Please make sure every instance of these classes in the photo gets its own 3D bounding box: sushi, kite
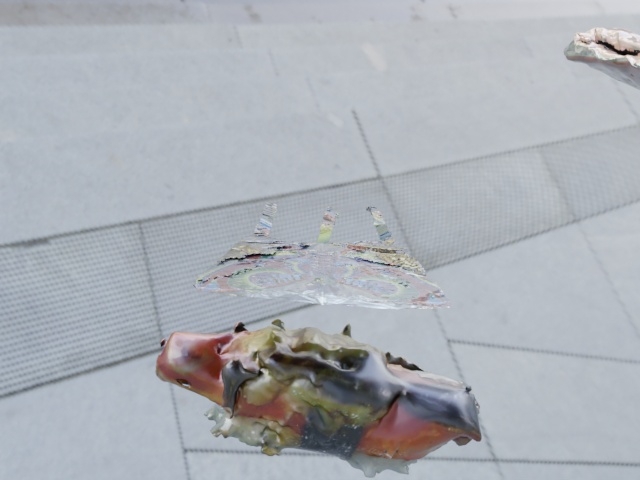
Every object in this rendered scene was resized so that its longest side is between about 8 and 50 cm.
[{"bbox_3d":[-0.003,0.106,0.694,0.226,0.103,0.097,17,26,-11],"label":"sushi"},{"bbox_3d":[0.000,0.000,0.708,0.152,0.015,0.285,4,12,-2],"label":"kite"}]

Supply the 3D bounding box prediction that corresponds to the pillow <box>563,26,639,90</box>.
[{"bbox_3d":[0.237,-0.068,0.542,0.126,0.043,0.232,17,15,-25],"label":"pillow"}]
